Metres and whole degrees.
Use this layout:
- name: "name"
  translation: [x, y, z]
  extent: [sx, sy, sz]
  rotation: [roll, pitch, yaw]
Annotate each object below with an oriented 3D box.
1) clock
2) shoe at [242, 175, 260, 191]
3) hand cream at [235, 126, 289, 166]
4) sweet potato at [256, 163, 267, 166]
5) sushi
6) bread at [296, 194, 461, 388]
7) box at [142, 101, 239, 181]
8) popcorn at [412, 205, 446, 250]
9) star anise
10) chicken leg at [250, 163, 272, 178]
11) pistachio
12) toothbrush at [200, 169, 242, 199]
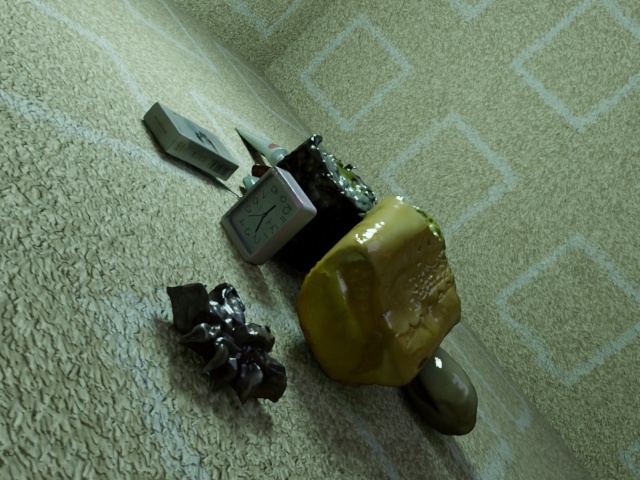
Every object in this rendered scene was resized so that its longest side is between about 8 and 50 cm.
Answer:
- name: "clock"
  translation: [-0.126, -0.058, 1.347]
  extent: [0.150, 0.197, 0.063]
  rotation: [55, 17, 26]
- name: "shoe"
  translation: [-0.126, -0.124, 1.745]
  extent: [0.251, 0.100, 0.103]
  rotation: [42, 14, -35]
- name: "hand cream"
  translation: [-0.202, -0.339, 2.103]
  extent: [0.124, 0.077, 0.341]
  rotation: [34, 5, -41]
- name: "sweet potato"
  translation: [-0.142, -0.230, 2.071]
  extent: [0.226, 0.068, 0.068]
  rotation: [34, 19, -43]
- name: "sushi"
  translation: [-0.019, -0.082, 1.539]
  extent: [0.299, 0.294, 0.281]
  rotation: [50, 14, 5]
- name: "bread"
  translation: [0.109, 0.127, 1.292]
  extent: [0.394, 0.250, 0.360]
  rotation: [-35, 106, -49]
- name: "box"
  translation: [-0.334, -0.256, 1.507]
  extent: [0.149, 0.067, 0.233]
  rotation: [49, 13, 32]
- name: "popcorn"
  translation: [0.234, 0.035, 1.552]
  extent: [0.235, 0.250, 0.241]
  rotation: [30, 40, -3]
- name: "star anise"
  translation: [-0.136, 0.156, 0.929]
  extent: [0.220, 0.099, 0.214]
  rotation: [32, 30, -50]
- name: "chicken leg"
  translation: [-0.095, -0.141, 1.887]
  extent: [0.323, 0.083, 0.177]
  rotation: [35, -3, 0]
- name: "pistachio"
  translation: [0.323, 0.390, 1.540]
  extent: [0.197, 0.166, 0.288]
  rotation: [23, 25, -29]
- name: "toothbrush"
  translation: [-0.263, -0.147, 1.567]
  extent: [0.167, 0.011, 0.014]
  rotation: [38, 23, -38]
